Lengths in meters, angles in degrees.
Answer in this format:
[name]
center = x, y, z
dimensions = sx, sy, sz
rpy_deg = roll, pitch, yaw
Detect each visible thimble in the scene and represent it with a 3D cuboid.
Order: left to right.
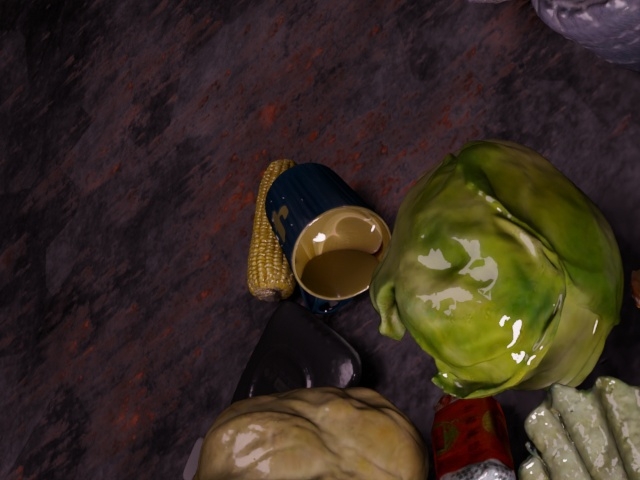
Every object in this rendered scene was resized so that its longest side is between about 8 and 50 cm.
[thimble]
center = 0.353, -0.300, 1.886
dimensions = 0.236, 0.172, 0.205
rpy_deg = -51, 41, 24

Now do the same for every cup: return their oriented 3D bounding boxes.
[cup]
center = 0.000, 0.000, 2.225
dimensions = 0.155, 0.131, 0.176
rpy_deg = -123, 38, -55

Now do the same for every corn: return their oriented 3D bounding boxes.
[corn]
center = -0.058, -0.013, 2.340
dimensions = 0.072, 0.072, 0.203
rpy_deg = -24, 51, 44

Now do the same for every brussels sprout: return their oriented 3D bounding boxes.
[brussels sprout]
center = 0.186, 0.042, 1.824
dimensions = 0.227, 0.259, 0.294
rpy_deg = -40, 45, 31

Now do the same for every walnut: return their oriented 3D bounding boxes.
[walnut]
center = -0.016, 0.300, 1.927
dimensions = 0.253, 0.277, 0.282
rpy_deg = 117, 154, -43

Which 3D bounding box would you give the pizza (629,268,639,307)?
[pizza]
center = 0.396, 0.040, 1.542
dimensions = 0.277, 0.114, 0.409
rpy_deg = -10, 26, 45

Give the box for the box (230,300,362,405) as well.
[box]
center = -0.036, 0.187, 2.194
dimensions = 0.212, 0.042, 0.201
rpy_deg = 41, 114, 50

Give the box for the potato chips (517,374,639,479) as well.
[potato chips]
center = 0.284, 0.301, 1.594
dimensions = 0.389, 0.097, 0.373
rpy_deg = -112, 35, -51

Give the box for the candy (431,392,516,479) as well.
[candy]
center = 0.161, 0.228, 1.873
dimensions = 0.086, 0.059, 0.292
rpy_deg = -23, 25, 11

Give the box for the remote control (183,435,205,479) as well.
[remote control]
center = -0.100, 0.315, 2.243
dimensions = 0.261, 0.029, 0.067
rpy_deg = 20, 87, 57

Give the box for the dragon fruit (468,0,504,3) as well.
[dragon fruit]
center = 0.229, -0.414, 2.101
dimensions = 0.283, 0.204, 0.221
rpy_deg = 47, 138, 38
